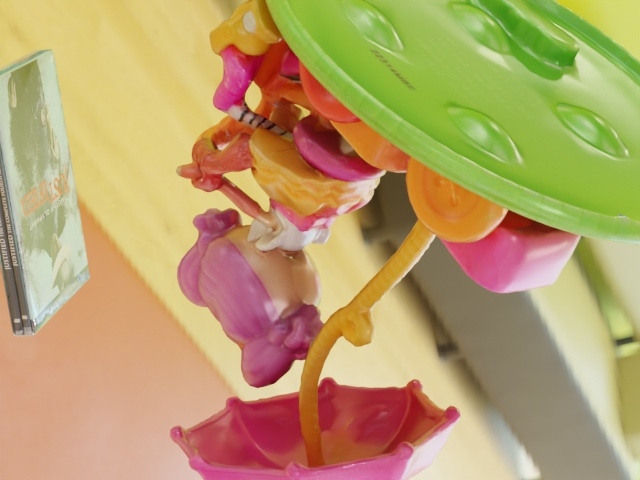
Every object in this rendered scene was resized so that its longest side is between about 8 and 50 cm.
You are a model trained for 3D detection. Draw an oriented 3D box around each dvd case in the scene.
[{"bbox_3d":[-0.136,-0.025,0.704,0.087,0.013,0.119,-61,147,-71],"label":"dvd case"}]

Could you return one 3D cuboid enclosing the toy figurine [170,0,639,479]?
[{"bbox_3d":[0.000,0.000,0.422,0.130,0.159,0.173,-8,47,-46],"label":"toy figurine"}]
